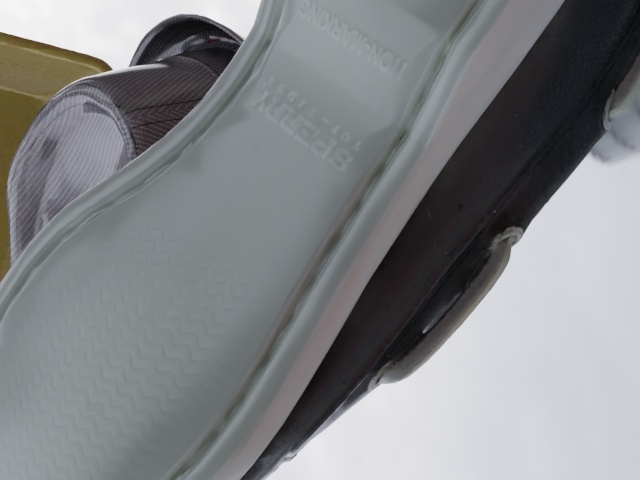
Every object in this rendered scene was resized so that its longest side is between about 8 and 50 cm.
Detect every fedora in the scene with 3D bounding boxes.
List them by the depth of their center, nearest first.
[{"bbox_3d":[-0.117,-0.010,1.071,0.124,0.275,0.244,-8,-116,-33],"label":"fedora"}]

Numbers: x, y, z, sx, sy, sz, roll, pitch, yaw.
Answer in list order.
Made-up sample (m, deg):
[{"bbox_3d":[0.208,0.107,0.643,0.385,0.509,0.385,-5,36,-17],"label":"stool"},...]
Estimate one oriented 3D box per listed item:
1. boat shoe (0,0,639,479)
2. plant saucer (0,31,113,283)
[{"bbox_3d":[0.000,0.000,0.485,0.091,0.302,0.114,23,-157,-50],"label":"boat shoe"},{"bbox_3d":[-0.362,-0.023,1.355,0.333,0.333,0.081,14,-175,-16],"label":"plant saucer"}]
